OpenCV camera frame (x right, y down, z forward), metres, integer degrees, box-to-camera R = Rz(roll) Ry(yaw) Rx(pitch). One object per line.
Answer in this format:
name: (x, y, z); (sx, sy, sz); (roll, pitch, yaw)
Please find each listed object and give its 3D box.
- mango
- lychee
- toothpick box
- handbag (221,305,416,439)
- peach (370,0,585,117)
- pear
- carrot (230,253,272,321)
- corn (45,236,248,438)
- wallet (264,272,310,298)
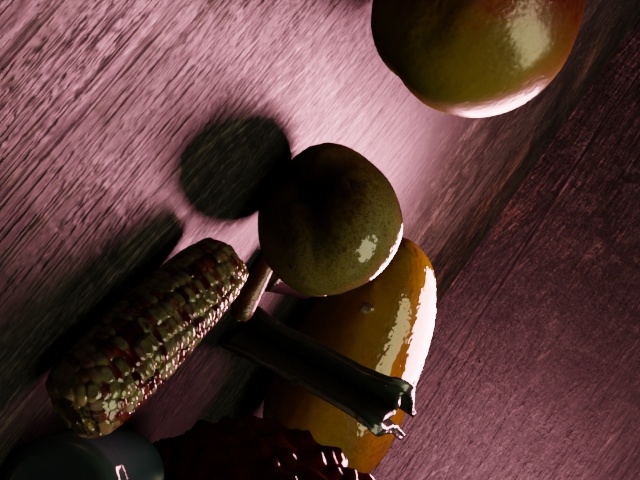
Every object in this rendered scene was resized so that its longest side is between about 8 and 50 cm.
mango: (0.050, 0.188, 1.750); (0.301, 0.220, 0.445); (-25, 137, -56)
lychee: (-0.104, 0.429, 1.332); (0.424, 0.424, 0.500); (-48, -179, -32)
toothpick box: (-0.224, 0.242, 1.085); (0.120, 0.120, 0.184); (-57, 169, 3)
handbag: (0.009, 0.183, 1.488); (0.079, 0.247, 0.260); (-61, 166, -7)
peach: (0.162, -0.244, 1.130); (0.231, 0.231, 0.231); (-52, 166, -19)
pear: (0.008, -0.020, 1.221); (0.167, 0.167, 0.136); (-54, 150, -10)
carrot: (-0.081, 0.056, 1.345); (0.093, 0.032, 0.032); (-62, 166, 2)
corn: (-0.153, 0.080, 1.028); (0.253, 0.086, 0.086); (-46, 163, -39)
wallet: (0.000, 0.000, 1.464); (0.182, 0.049, 0.229); (-54, 165, 4)
